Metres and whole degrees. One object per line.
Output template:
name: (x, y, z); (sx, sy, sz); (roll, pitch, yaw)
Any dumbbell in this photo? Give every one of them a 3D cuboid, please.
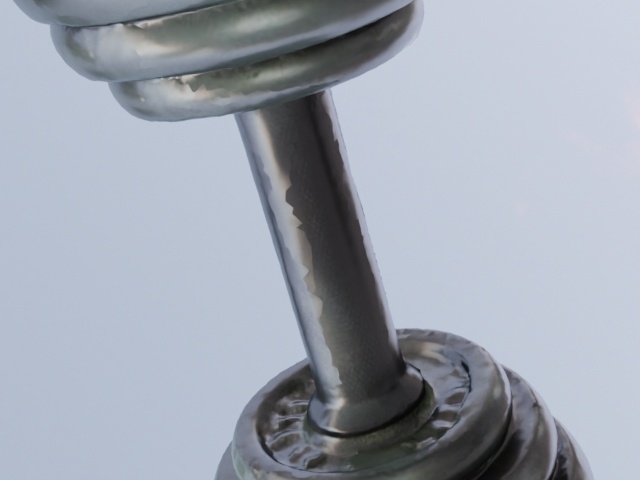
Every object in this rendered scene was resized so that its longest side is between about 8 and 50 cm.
dumbbell: (0.000, 0.000, 0.588); (0.179, 0.179, 0.406); (-33, -62, -32)
